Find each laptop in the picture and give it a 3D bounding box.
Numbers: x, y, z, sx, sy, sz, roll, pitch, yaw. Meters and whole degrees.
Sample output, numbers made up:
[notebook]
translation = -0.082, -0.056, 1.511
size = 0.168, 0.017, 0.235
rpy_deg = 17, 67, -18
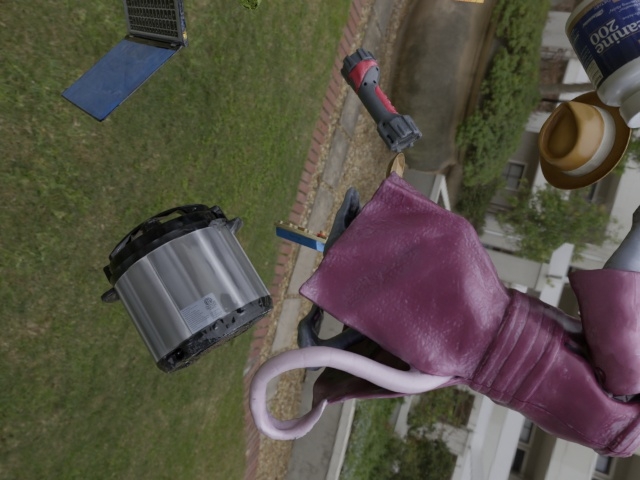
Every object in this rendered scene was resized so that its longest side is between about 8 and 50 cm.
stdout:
[laptop]
translation = -0.517, -0.546, 1.091
size = 0.236, 0.382, 0.408
rpy_deg = -21, 126, -35

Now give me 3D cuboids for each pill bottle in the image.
[pill bottle]
translation = 0.281, -0.167, 0.407
size = 0.067, 0.067, 0.120
rpy_deg = 44, 30, -68

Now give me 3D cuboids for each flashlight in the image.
[flashlight]
translation = 0.163, -0.377, 1.194
size = 0.103, 0.304, 0.103
rpy_deg = -43, 155, 29

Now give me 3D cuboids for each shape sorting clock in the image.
[shape sorting clock]
translation = 0.000, 0.000, 0.931
size = 0.206, 0.206, 0.040
rpy_deg = 17, 92, -71

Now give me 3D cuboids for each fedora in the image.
[fedora]
translation = 0.472, -0.195, 0.836
size = 0.194, 0.079, 0.194
rpy_deg = -40, -137, 51

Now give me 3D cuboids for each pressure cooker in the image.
[pressure cooker]
translation = -0.374, 0.108, 1.267
size = 0.375, 0.420, 0.370
rpy_deg = -38, 171, 36

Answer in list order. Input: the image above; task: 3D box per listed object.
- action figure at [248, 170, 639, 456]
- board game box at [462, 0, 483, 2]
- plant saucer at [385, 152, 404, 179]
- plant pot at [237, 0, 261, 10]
[action figure]
translation = 0.157, 0.085, 0.381
size = 0.276, 0.370, 0.248
rpy_deg = -49, 153, -41
[board game box]
translation = 0.308, -0.951, 1.327
size = 0.356, 0.356, 0.357
rpy_deg = -19, 135, -36
[plant saucer]
translation = 0.158, -0.147, 0.954
size = 0.083, 0.015, 0.083
rpy_deg = -44, 143, -46
[plant pot]
translation = -0.159, -0.583, 1.035
size = 0.083, 0.083, 0.079
rpy_deg = 55, 44, -66
